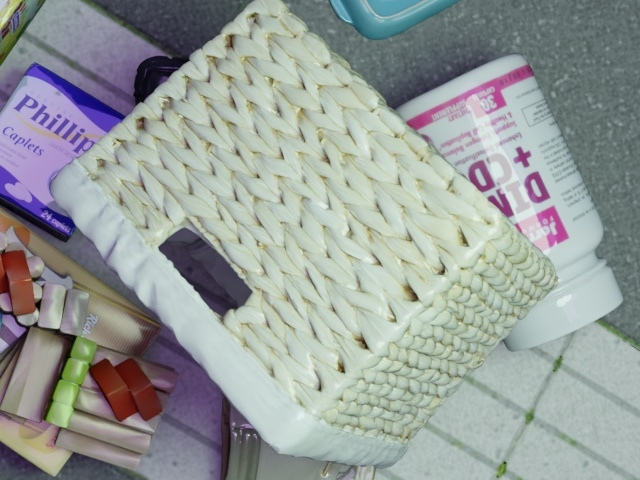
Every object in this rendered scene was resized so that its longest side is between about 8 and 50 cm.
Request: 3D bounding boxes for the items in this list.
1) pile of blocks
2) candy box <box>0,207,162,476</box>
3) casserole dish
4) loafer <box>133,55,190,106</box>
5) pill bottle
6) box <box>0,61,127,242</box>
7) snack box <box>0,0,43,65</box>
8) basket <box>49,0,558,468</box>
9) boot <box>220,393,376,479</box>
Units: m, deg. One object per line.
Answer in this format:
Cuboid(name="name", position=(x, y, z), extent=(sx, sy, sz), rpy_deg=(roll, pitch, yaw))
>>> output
Cuboid(name="pile of blocks", position=(-0.281, 0.075, 1.279), extent=(0.362, 0.112, 0.149), rpy_deg=(45, 76, -6))
Cuboid(name="candy box", position=(-0.337, 0.067, 1.370), extent=(0.316, 0.087, 0.183), rpy_deg=(37, 78, -7))
Cuboid(name="casserole dish", position=(0.097, -0.299, 1.527), extent=(0.188, 0.037, 0.114), rpy_deg=(-29, 91, -12))
Cuboid(name="loafer", position=(-0.084, -0.144, 1.456), extent=(0.223, 0.076, 0.078), rpy_deg=(4, 89, -8))
Cuboid(name="pill bottle", position=(0.198, -0.039, 1.462), extent=(0.160, 0.160, 0.283), rpy_deg=(-26, 91, -13))
Cuboid(name="box", position=(-0.274, -0.088, 1.407), extent=(0.126, 0.072, 0.137), rpy_deg=(31, 79, -9))
Cuboid(name="snack box", position=(-0.293, -0.272, 1.366), extent=(0.070, 0.174, 0.207), rpy_deg=(33, 80, -9))
Cuboid(name="basket", position=(0.000, 0.000, 1.254), extent=(0.266, 0.331, 0.328), rpy_deg=(-46, 69, 7))
Cuboid(name="boot", position=(-0.018, 0.162, 1.442), extent=(0.165, 0.077, 0.213), rpy_deg=(8, 84, -9))
